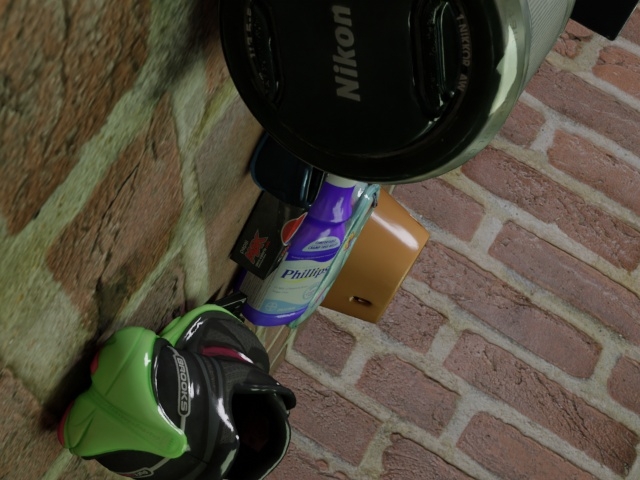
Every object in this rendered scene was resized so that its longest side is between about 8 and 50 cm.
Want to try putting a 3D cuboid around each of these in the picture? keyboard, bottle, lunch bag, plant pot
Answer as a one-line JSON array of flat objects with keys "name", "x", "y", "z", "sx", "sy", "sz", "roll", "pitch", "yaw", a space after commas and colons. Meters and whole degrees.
[{"name": "keyboard", "x": -0.155, "y": 0.142, "z": 1.468, "sx": 0.108, "sy": 0.023, "sz": 0.180, "roll": -17, "pitch": 145, "yaw": -45}, {"name": "bottle", "x": -0.027, "y": -0.003, "z": 1.458, "sx": 0.118, "sy": 0.092, "sz": 0.283, "roll": -7, "pitch": 137, "yaw": -41}, {"name": "lunch bag", "x": 0.000, "y": 0.000, "z": 1.707, "sx": 0.279, "sy": 0.108, "sz": 0.224, "roll": -59, "pitch": 174, "yaw": 9}, {"name": "plant pot", "x": 0.071, "y": 0.021, "z": 1.951, "sx": 0.291, "sy": 0.203, "sz": 0.291, "roll": -58, "pitch": 175, "yaw": -8}]

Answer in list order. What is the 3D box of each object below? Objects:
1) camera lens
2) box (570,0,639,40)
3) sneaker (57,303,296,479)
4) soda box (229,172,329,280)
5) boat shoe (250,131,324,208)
[{"name": "camera lens", "x": 0.068, "y": -0.185, "z": 0.770, "sx": 0.274, "sy": 0.219, "sz": 0.219, "roll": -51, "pitch": 171, "yaw": -52}, {"name": "box", "x": 0.449, "y": -0.521, "z": 1.862, "sx": 0.182, "sy": 0.296, "sz": 0.294, "roll": -61, "pitch": 174, "yaw": 23}, {"name": "sneaker", "x": -0.129, "y": 0.193, "z": 1.156, "sx": 0.185, "sy": 0.202, "sz": 0.483, "roll": -58, "pitch": 174, "yaw": 6}, {"name": "soda box", "x": -0.051, "y": -0.035, "z": 1.333, "sx": 0.169, "sy": 0.060, "sz": 0.053, "roll": -61, "pitch": 173, "yaw": 26}, {"name": "boat shoe", "x": 0.021, "y": -0.151, "z": 1.116, "sx": 0.109, "sy": 0.089, "sz": 0.258, "roll": -26, "pitch": 148, "yaw": -54}]
